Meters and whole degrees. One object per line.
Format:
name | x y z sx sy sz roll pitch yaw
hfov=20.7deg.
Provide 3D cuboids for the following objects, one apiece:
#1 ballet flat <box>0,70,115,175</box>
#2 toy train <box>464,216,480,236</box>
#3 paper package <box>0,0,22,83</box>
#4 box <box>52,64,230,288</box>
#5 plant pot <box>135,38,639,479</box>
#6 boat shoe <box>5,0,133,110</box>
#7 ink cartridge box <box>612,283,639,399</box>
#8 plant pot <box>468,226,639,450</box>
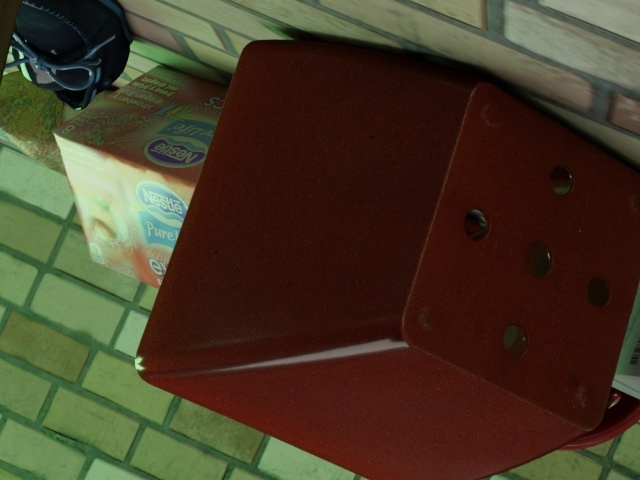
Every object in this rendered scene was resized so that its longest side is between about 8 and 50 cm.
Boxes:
ballet flat | -0.222 -0.113 2.030 0.123 0.123 0.348 19 172 47
toy train | 0.175 0.038 1.760 0.143 0.105 0.248 15 178 -22
paper package | -0.382 -0.108 1.149 0.324 0.310 0.168 11 163 -1
box | -0.083 -0.038 1.578 0.300 0.142 0.154 21 135 40
plant pot | 0.076 0.019 1.215 0.267 0.267 0.235 28 162 -31
boat shoe | -0.212 -0.163 1.485 0.109 0.089 0.258 23 175 15
ink cartridge box | 0.297 0.070 1.308 0.127 0.128 0.176 25 176 -7
plant pot | 0.190 0.076 1.527 0.191 0.191 0.174 25 177 -13
